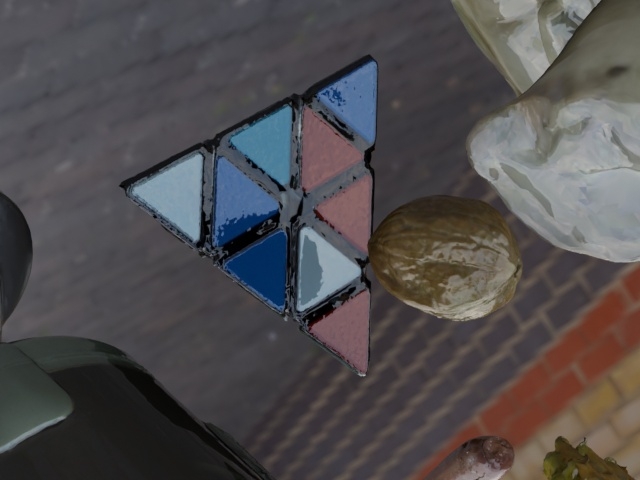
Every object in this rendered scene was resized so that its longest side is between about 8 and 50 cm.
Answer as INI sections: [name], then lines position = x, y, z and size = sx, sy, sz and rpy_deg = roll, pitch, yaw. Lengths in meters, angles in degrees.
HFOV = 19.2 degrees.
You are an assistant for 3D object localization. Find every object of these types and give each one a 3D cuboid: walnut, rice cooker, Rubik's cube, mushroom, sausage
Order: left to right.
[rice cooker]
position = -0.162, 0.246, 1.222
size = 0.335, 0.325, 0.335
rpy_deg = -32, 143, -29
[Rubik's cube]
position = 0.000, 0.000, 1.622
size = 0.250, 0.234, 0.284
rpy_deg = -33, 176, -7
[walnut]
position = 0.098, 0.013, 1.496
size = 0.124, 0.105, 0.105
rpy_deg = 6, 174, 14
[sausage]
position = 0.098, 0.198, 1.477
size = 0.043, 0.043, 0.186
rpy_deg = -22, 160, -34
[mushroom]
position = 0.189, -0.100, 0.905
size = 0.314, 0.314, 0.336
rpy_deg = -44, -174, 43

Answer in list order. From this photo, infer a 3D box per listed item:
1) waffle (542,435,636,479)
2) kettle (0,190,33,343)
[waffle]
position = 0.256, 0.236, 1.350
size = 0.059, 0.238, 0.243
rpy_deg = -53, -172, 12
[kettle]
position = -0.338, 0.017, 1.503
size = 0.161, 0.236, 0.221
rpy_deg = -27, 125, -39
